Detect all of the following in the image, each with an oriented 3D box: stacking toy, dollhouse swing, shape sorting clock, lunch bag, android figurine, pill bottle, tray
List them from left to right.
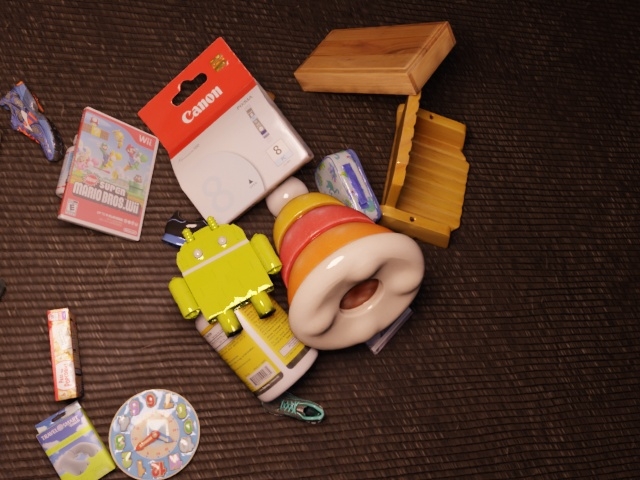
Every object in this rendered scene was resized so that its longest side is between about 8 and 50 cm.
[{"bbox_3d":[-0.592,-0.177,1.458,0.087,0.087,0.160,12,74,-13],"label":"pill bottle"},{"bbox_3d":[-0.388,0.455,1.383,0.206,0.040,0.206,4,76,-15],"label":"shape sorting clock"},{"bbox_3d":[-0.218,0.073,1.330,0.248,0.056,0.272,-27,75,-9],"label":"android figurine"},{"bbox_3d":[-0.177,0.209,1.426,0.188,0.188,0.334,-41,90,-21],"label":"pill bottle"},{"bbox_3d":[0.000,0.000,1.469,0.351,0.350,0.480,-19,48,-19],"label":"stacking toy"},{"bbox_3d":[0.074,-0.126,1.585,0.090,0.176,0.218,-22,83,-19],"label":"lunch bag"},{"bbox_3d":[0.134,-0.492,1.591,0.202,0.411,0.076,-53,133,-20],"label":"tray"},{"bbox_3d":[0.314,-0.209,1.607,0.315,0.305,0.346,17,72,-11],"label":"dollhouse swing"}]

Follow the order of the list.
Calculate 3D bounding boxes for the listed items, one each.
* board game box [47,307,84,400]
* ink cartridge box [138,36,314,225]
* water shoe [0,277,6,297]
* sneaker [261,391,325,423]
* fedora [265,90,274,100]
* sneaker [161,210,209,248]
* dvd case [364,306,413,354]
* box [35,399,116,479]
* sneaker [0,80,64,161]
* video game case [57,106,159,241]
[{"bbox_3d":[-0.571,0.258,1.325,0.045,0.147,0.193,-7,78,-17],"label":"board game box"},{"bbox_3d":[-0.252,-0.265,1.470,0.308,0.091,0.385,-38,91,13],"label":"ink cartridge box"},{"bbox_3d":[-0.827,0.088,1.348,0.203,0.073,0.080,28,44,-7],"label":"water shoe"},{"bbox_3d":[-0.062,0.414,1.466,0.167,0.076,0.064,15,72,-12],"label":"sneaker"},{"bbox_3d":[-0.198,-0.327,1.593,0.194,0.194,0.079,-44,128,-21],"label":"fedora"},{"bbox_3d":[-0.282,-0.002,1.506,0.232,0.081,0.090,21,77,-10],"label":"sneaker"},{"bbox_3d":[0.127,0.175,1.610,0.221,0.018,0.164,46,69,-1],"label":"dvd case"},{"bbox_3d":[-0.556,0.468,1.333,0.109,0.042,0.178,-31,87,-21],"label":"box"},{"bbox_3d":[-0.715,-0.284,1.464,0.087,0.083,0.221,-32,81,-7],"label":"sneaker"},{"bbox_3d":[-0.516,-0.160,1.455,0.204,0.025,0.285,22,68,-44],"label":"video game case"}]
